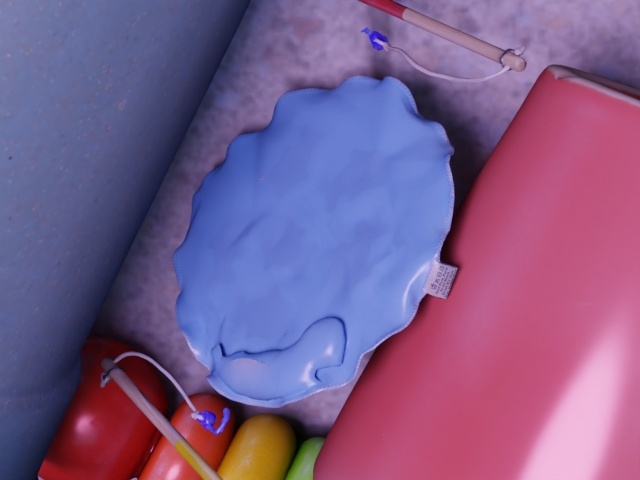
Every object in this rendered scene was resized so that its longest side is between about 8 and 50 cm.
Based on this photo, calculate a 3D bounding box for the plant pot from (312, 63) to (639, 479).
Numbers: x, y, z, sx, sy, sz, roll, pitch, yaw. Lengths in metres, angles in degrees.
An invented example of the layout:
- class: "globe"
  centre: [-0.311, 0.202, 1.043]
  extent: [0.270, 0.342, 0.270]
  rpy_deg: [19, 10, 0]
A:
- class: "plant pot"
  centre: [0.163, 0.056, 0.838]
  extent: [0.275, 0.275, 0.243]
  rpy_deg: [19, 100, -4]

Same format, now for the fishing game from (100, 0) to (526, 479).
- class: "fishing game"
  centre: [0.000, 0.000, 0.849]
  extent: [0.041, 0.189, 0.264]
  rpy_deg: [33, 89, -42]

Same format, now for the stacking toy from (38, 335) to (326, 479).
- class: "stacking toy"
  centre: [-0.025, 0.158, 0.949]
  extent: [0.330, 0.141, 0.141]
  rpy_deg: [29, 109, 0]

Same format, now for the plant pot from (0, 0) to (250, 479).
- class: "plant pot"
  centre: [-0.205, -0.079, 0.773]
  extent: [0.341, 0.341, 0.334]
  rpy_deg: [30, 101, -8]
